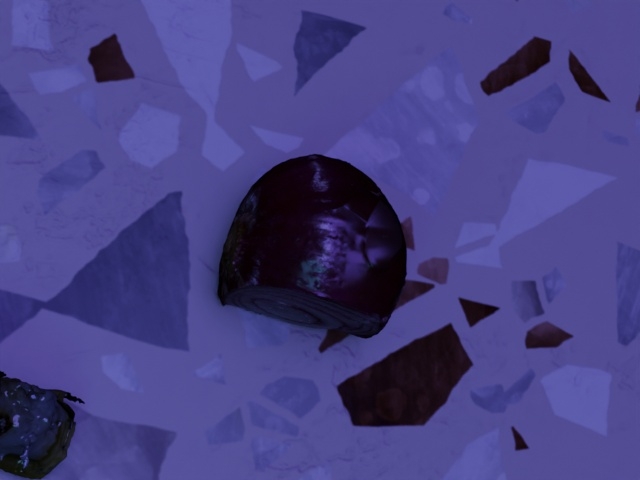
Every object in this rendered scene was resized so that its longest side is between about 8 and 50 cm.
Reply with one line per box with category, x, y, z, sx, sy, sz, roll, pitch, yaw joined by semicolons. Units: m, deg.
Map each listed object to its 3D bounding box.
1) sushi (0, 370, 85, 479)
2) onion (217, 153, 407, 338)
sushi;-0.379;0.185;1.242;0.291;0.131;0.139;37;60;-50
onion;0.001;-0.006;1.436;0.216;0.206;0.207;12;70;-19
